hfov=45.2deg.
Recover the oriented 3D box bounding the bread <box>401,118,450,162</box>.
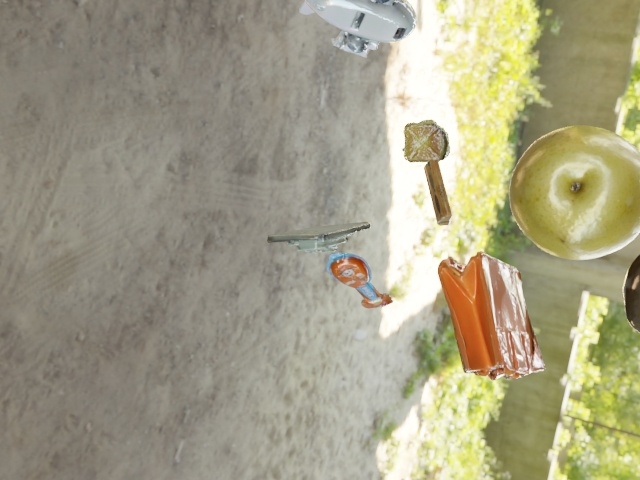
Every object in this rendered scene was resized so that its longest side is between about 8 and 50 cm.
[{"bbox_3d":[0.312,-0.294,2.268,0.069,0.140,0.128,-48,134,-67],"label":"bread"}]

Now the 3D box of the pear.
[{"bbox_3d":[0.646,-0.116,1.908,0.348,0.348,0.348,13,90,-70],"label":"pear"}]

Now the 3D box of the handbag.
[{"bbox_3d":[0.432,0.197,1.919,0.410,0.116,0.304,20,57,-59],"label":"handbag"}]

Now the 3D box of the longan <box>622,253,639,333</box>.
[{"bbox_3d":[0.745,0.115,1.576,0.258,0.258,0.258,13,90,-70],"label":"longan"}]

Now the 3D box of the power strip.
[{"bbox_3d":[0.000,0.000,1.960,0.213,0.198,0.065,-12,96,-49],"label":"power strip"}]

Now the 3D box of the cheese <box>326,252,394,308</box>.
[{"bbox_3d":[0.101,0.106,2.004,0.256,0.106,0.037,49,31,-38],"label":"cheese"}]

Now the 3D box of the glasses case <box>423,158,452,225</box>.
[{"bbox_3d":[0.314,-0.127,2.062,0.065,0.041,0.170,81,-1,-69],"label":"glasses case"}]

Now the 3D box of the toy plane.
[{"bbox_3d":[0.079,-0.500,1.626,0.267,0.266,0.123,74,24,-52],"label":"toy plane"}]
